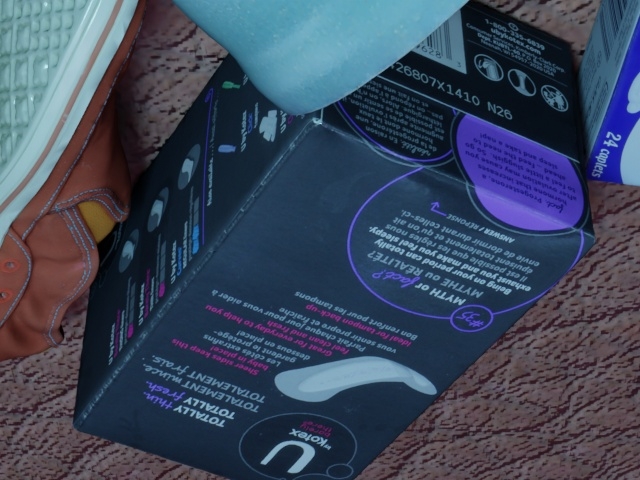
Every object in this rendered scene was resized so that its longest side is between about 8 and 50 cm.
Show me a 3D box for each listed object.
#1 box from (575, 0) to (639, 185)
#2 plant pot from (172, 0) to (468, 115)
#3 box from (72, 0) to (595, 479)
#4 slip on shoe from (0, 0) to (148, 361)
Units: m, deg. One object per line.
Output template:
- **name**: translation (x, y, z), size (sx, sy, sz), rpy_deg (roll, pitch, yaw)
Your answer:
- **box**: translation (0.210, -0.090, 0.896), size (0.137, 0.072, 0.126), rpy_deg (6, 137, -6)
- **plant pot**: translation (0.002, -0.218, 0.632), size (0.196, 0.293, 0.293), rpy_deg (37, 127, -15)
- **box**: translation (0.000, 0.000, 0.941), size (0.165, 0.143, 0.270), rpy_deg (22, 133, -22)
- **slip on shoe**: translation (-0.146, -0.047, 0.931), size (0.101, 0.123, 0.331), rpy_deg (-4, 141, -29)
